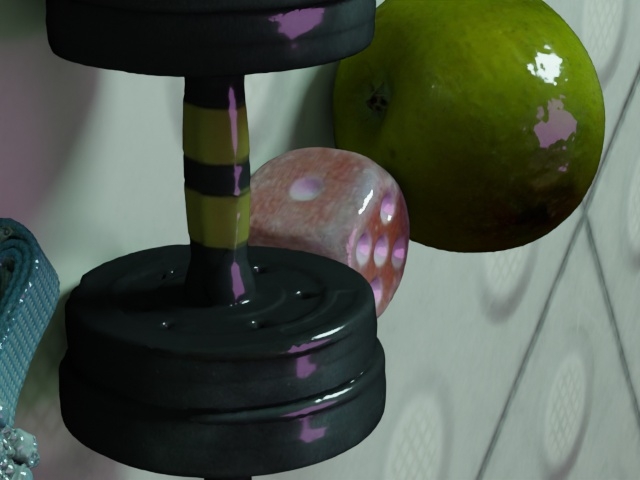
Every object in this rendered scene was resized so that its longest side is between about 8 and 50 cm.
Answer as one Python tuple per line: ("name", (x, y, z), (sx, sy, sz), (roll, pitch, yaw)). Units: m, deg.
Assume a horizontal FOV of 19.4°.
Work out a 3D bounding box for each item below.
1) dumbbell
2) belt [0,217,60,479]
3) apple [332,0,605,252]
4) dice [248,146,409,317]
("dumbbell", (-0.056, -0.037, 0.991), (0.185, 0.185, 0.388), (-31, 125, -57))
("belt", (-0.165, 0.073, 0.907), (0.065, 0.100, 0.179), (66, 38, -53))
("apple", (0.095, -0.084, 1.280), (0.157, 0.196, 0.196), (5, 94, -34))
("dice", (0.000, 0.000, 1.215), (0.094, 0.093, 0.091), (-56, 144, -39))
